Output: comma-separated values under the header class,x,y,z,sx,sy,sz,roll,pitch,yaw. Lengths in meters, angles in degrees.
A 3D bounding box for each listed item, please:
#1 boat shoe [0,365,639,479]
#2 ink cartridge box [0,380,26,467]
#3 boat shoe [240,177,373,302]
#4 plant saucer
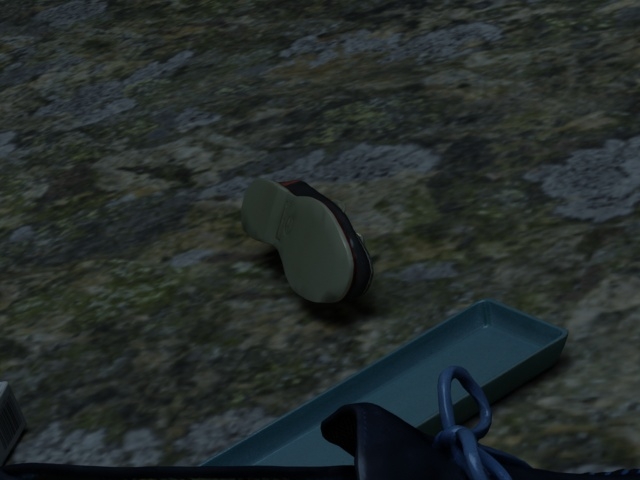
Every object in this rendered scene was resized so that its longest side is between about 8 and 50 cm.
class,x,y,z,sx,sy,sz,roll,pitch,yaw
boat shoe,0.018,0.095,0.590,0.258,0.089,0.109,-7,8,-16
ink cartridge box,-0.210,0.105,0.919,0.115,0.029,0.063,-11,26,19
boat shoe,0.000,0.000,0.980,0.043,0.049,0.137,15,11,-27
plant saucer,0.020,0.082,0.823,0.192,0.018,0.067,-30,27,-22
